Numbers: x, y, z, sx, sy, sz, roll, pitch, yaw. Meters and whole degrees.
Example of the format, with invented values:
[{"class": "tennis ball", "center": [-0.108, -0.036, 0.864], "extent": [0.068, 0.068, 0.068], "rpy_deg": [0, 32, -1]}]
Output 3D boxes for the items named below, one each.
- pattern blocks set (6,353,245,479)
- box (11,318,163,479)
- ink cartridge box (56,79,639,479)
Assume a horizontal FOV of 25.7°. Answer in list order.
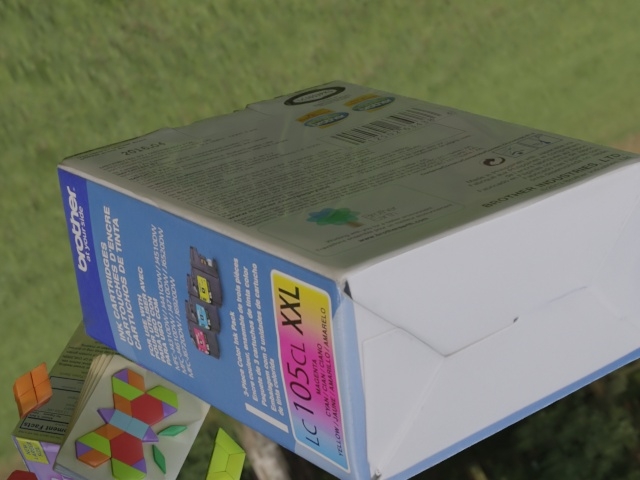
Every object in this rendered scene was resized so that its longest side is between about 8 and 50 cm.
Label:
[{"class": "pattern blocks set", "center": [-0.225, 0.225, 1.650], "extent": [0.285, 0.325, 0.026], "rpy_deg": [16, 140, -14]}, {"class": "box", "center": [-0.282, 0.249, 1.896], "extent": [0.117, 0.214, 0.243], "rpy_deg": [6, -136, 21]}, {"class": "ink cartridge box", "center": [0.000, 0.000, 0.991], "extent": [0.270, 0.151, 0.395], "rpy_deg": [-20, -153, -34]}]
